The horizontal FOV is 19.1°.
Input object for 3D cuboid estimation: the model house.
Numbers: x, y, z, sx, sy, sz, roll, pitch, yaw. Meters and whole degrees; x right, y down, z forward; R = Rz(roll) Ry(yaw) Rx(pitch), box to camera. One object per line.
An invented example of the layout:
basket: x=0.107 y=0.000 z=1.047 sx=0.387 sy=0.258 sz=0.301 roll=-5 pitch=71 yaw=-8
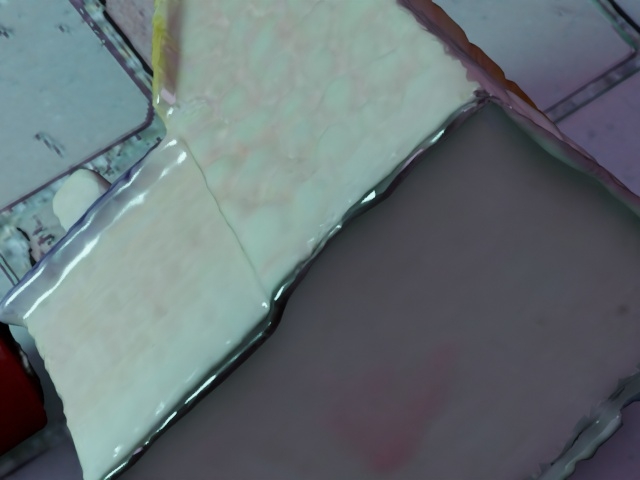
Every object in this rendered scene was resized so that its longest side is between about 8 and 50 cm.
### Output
model house: x=0.000 y=0.000 z=0.839 sx=0.237 sy=0.202 sz=0.237 roll=-48 pitch=42 yaw=14

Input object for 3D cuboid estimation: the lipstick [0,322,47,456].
lipstick: x=-0.231 y=0.116 z=0.817 sx=0.241 sy=0.080 sz=0.080 roll=-36 pitch=69 yaw=-19
